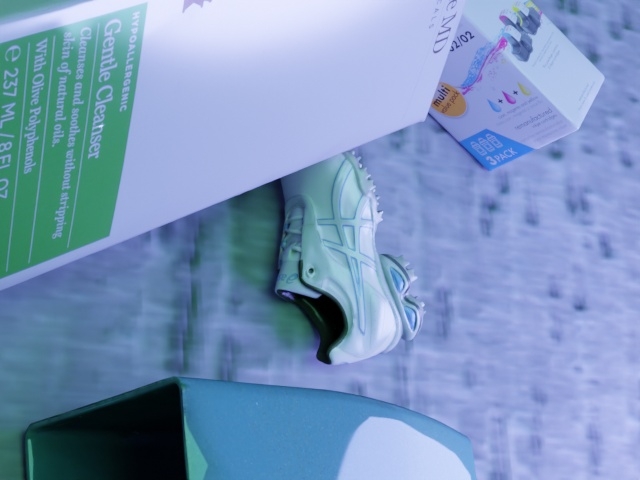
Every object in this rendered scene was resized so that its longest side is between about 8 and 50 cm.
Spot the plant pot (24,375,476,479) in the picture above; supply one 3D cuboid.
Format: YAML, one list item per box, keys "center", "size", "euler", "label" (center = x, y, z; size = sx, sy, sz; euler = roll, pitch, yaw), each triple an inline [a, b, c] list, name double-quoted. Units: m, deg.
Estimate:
- center: [-0.023, 0.173, 0.811]
  size: [0.234, 0.165, 0.165]
  euler: [4, 73, -40]
  label: "plant pot"

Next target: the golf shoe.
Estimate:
- center: [0.000, 0.000, 0.937]
  size: [0.086, 0.069, 0.176]
  euler: [-27, 90, -30]
  label: "golf shoe"

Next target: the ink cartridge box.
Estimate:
- center: [0.105, -0.144, 1.026]
  size: [0.181, 0.104, 0.061]
  euler: [42, 56, -14]
  label: "ink cartridge box"

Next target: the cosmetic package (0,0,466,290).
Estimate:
- center: [-0.087, -0.132, 0.816]
  size: [0.366, 0.197, 0.155]
  euler: [-24, 56, -34]
  label: "cosmetic package"
